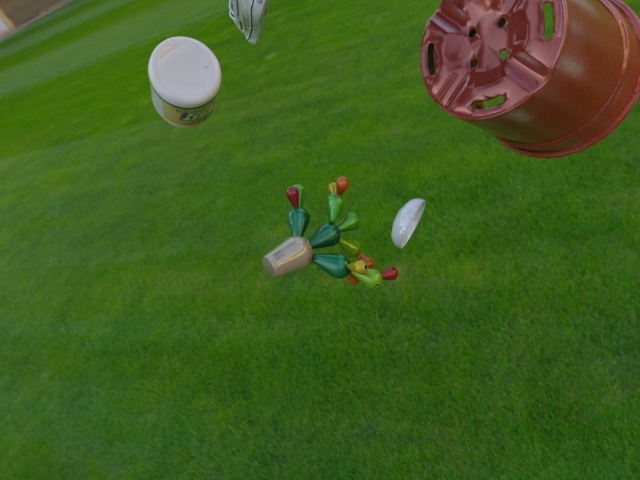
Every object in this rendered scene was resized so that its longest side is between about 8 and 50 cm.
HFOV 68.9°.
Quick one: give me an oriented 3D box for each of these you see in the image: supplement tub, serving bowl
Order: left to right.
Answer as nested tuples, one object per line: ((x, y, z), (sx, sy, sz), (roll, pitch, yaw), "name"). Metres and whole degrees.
((-0.297, -0.334, 1.023), (0.144, 0.144, 0.199), (-39, 7, -16), "supplement tub")
((0.130, -0.030, 0.716), (0.027, 0.083, 0.083), (28, 59, 16), "serving bowl")

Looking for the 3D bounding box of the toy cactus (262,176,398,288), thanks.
((0.000, 0.000, 0.696), (0.180, 0.112, 0.219), (-28, 75, -30), "toy cactus")

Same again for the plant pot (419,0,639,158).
((0.303, -0.267, 0.699), (0.264, 0.273, 0.272), (-6, 17, -45), "plant pot")

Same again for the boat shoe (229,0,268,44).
((-0.166, -0.531, 1.068), (0.258, 0.084, 0.095), (-170, 98, -78), "boat shoe")
